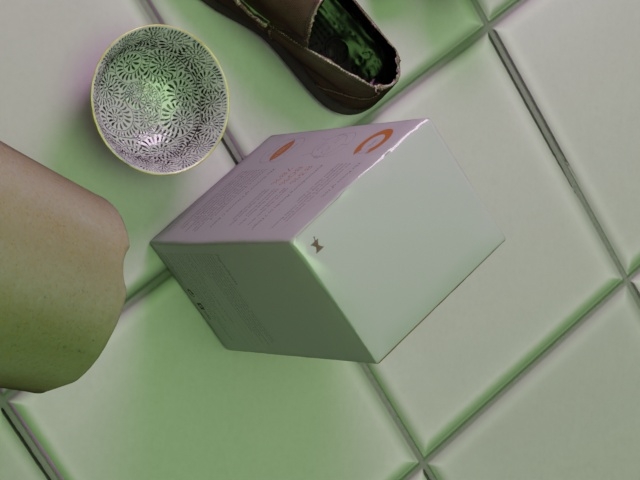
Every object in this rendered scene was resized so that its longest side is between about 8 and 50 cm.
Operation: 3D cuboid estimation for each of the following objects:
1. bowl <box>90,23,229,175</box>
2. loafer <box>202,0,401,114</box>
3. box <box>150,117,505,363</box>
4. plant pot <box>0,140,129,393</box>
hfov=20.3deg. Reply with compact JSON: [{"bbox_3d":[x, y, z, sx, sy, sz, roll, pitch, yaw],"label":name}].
[{"bbox_3d":[-0.196,-0.156,2.028,0.170,0.080,0.170,1,89,-30],"label":"bowl"},{"bbox_3d":[-0.029,-0.296,2.097,0.366,0.130,0.134,39,71,-24],"label":"loafer"},{"bbox_3d":[0.000,0.000,1.987,0.215,0.345,0.168,-42,109,-23],"label":"box"},{"bbox_3d":[-0.377,0.015,1.814,0.305,0.334,0.334,22,79,-40],"label":"plant pot"}]
